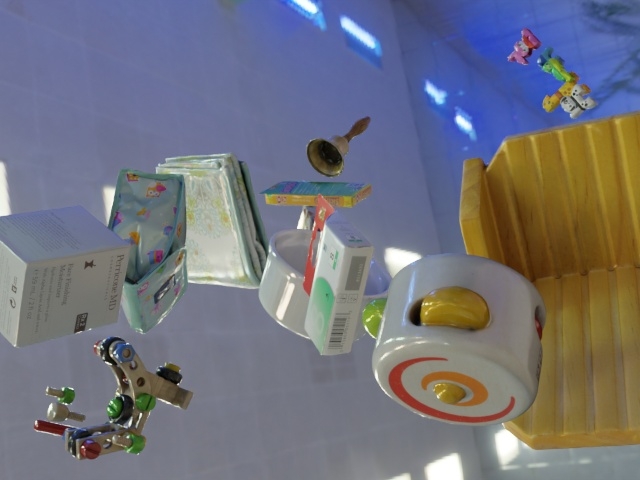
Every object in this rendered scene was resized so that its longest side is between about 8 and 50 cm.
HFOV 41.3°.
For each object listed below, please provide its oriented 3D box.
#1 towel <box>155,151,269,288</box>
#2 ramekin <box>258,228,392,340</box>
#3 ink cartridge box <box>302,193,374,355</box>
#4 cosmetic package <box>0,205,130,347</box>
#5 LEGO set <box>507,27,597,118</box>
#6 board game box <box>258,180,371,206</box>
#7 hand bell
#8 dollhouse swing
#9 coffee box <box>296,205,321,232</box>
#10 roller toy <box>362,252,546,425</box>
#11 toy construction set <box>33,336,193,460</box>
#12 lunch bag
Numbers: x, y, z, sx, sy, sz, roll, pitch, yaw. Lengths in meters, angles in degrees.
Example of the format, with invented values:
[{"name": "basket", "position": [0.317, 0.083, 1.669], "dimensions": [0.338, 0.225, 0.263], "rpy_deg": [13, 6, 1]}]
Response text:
[{"name": "towel", "position": [-0.288, -0.053, 2.296], "dimensions": [0.090, 0.321, 0.374], "rpy_deg": [-26, -69, -42]}, {"name": "ramekin", "position": [0.004, 0.099, 1.802], "dimensions": [0.277, 0.277, 0.135], "rpy_deg": [-33, -32, -64]}, {"name": "ink cartridge box", "position": [0.002, 0.046, 1.326], "dimensions": [0.224, 0.056, 0.180], "rpy_deg": [-133, 49, -57]}, {"name": "cosmetic package", "position": [-0.425, 0.051, 1.336], "dimensions": [0.184, 0.151, 0.151], "rpy_deg": [-13, -53, -46]}, {"name": "LEGO set", "position": [0.480, -0.325, 1.768], "dimensions": [0.087, 0.093, 0.227], "rpy_deg": [3, -133, -51]}, {"name": "board game box", "position": [-0.015, -0.118, 2.116], "dimensions": [0.124, 0.260, 0.039], "rpy_deg": [-36, -53, -58]}, {"name": "hand bell", "position": [0.076, -0.298, 2.470], "dimensions": [0.242, 0.126, 0.126], "rpy_deg": [-47, -57, -40]}, {"name": "dollhouse swing", "position": [0.355, 0.040, 1.067], "dimensions": [0.305, 0.347, 0.315], "rpy_deg": [-53, -50, -59]}, {"name": "coffee box", "position": [0.000, 0.000, 2.561], "dimensions": [0.246, 0.098, 0.141], "rpy_deg": [-114, 36, -61]}, {"name": "roller toy", "position": [0.161, 0.122, 0.983], "dimensions": [0.191, 0.209, 0.146], "rpy_deg": [30, -128, -17]}, {"name": "toy construction set", "position": [-0.415, 0.362, 1.792], "dimensions": [0.237, 0.309, 0.257], "rpy_deg": [28, -131, -42]}, {"name": "lunch bag", "position": [-0.338, 0.026, 1.660], "dimensions": [0.223, 0.160, 0.262], "rpy_deg": [105, 168, -60]}]
